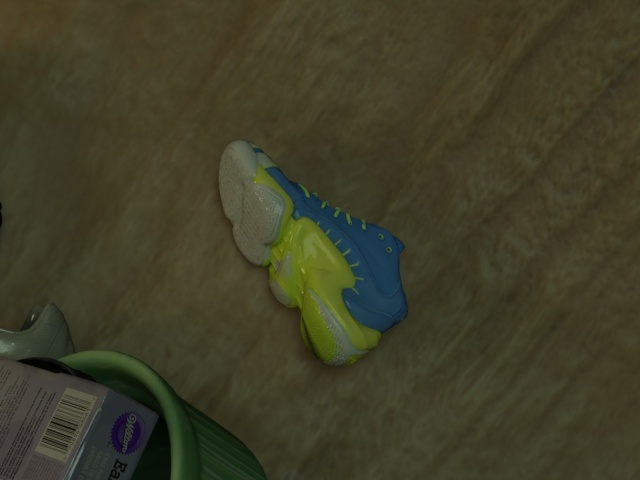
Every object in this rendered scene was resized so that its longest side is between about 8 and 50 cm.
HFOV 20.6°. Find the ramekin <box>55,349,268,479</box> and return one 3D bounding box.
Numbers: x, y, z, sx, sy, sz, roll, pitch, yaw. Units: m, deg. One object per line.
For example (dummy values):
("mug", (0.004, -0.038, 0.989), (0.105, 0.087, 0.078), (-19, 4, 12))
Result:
("ramekin", (-0.180, 0.257, 1.467), (0.148, 0.303, 0.303), (35, 70, -40))

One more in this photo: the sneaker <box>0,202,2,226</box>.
("sneaker", (-0.351, -0.051, 1.639), (0.106, 0.101, 0.267), (24, 66, -33))

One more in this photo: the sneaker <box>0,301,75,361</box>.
("sneaker", (-0.344, 0.118, 1.580), (0.262, 0.099, 0.121), (-9, 91, -19))

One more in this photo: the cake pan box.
("cake pan box", (-0.271, 0.215, 1.417), (0.070, 0.246, 0.266), (35, 71, -42))

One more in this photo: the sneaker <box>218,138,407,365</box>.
("sneaker", (0.000, 0.000, 1.685), (0.126, 0.091, 0.240), (-23, 81, -32))
